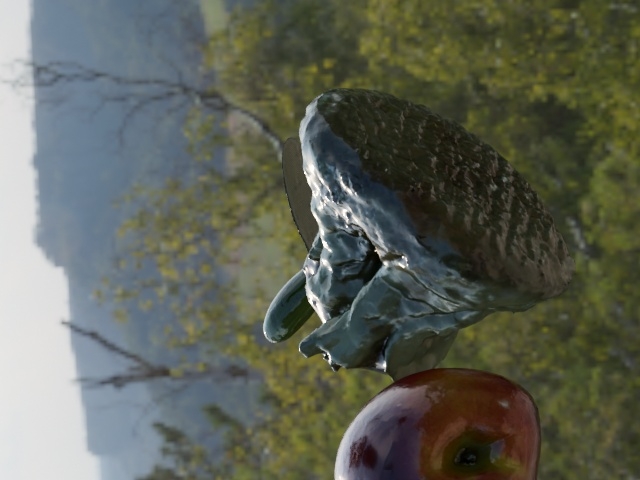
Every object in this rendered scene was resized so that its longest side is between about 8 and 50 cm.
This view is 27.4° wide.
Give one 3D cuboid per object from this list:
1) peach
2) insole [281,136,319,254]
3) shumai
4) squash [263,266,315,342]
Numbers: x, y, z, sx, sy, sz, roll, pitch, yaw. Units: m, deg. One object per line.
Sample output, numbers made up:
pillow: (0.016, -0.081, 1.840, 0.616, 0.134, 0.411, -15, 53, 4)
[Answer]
peach: (0.124, 0.236, 1.384, 0.199, 0.243, 0.243, 43, 169, 0)
insole: (0.000, 0.000, 1.871, 0.109, 0.007, 0.322, -53, -49, -53)
shumai: (0.098, 0.017, 1.704, 0.323, 0.397, 0.324, -56, -5, 29)
squash: (-0.011, 0.074, 2.086, 0.258, 0.069, 0.069, -45, 33, 26)
